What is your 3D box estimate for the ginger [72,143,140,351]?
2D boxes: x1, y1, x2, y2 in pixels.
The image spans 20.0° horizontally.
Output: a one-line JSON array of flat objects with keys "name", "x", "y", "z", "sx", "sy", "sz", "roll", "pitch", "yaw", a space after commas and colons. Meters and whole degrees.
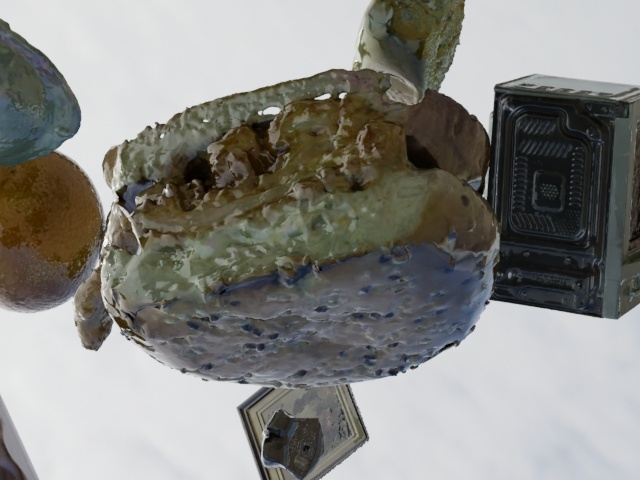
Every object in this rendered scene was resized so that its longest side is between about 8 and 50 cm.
[{"name": "ginger", "x": -0.236, "y": 0.002, "z": 2.114, "sx": 0.065, "sy": 0.259, "sz": 0.149, "roll": 14, "pitch": -155, "yaw": 6}]

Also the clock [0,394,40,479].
[{"name": "clock", "x": -0.432, "y": 0.277, "z": 1.789, "sx": 0.296, "sy": 0.322, "sz": 0.113, "roll": 63, "pitch": -179, "yaw": 11}]

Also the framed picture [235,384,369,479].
[{"name": "framed picture", "x": -0.026, "y": 0.257, "z": 2.546, "sx": 0.010, "sy": 0.195, "sz": 0.199, "roll": 29, "pitch": -150, "yaw": -44}]

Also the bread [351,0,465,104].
[{"name": "bread", "x": 0.086, "y": -0.208, "z": 1.856, "sx": 0.103, "sy": 0.156, "sz": 0.110, "roll": 17, "pitch": -171, "yaw": 13}]

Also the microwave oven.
[{"name": "microwave oven", "x": 0.237, "y": -0.044, "z": 1.715, "sx": 0.162, "sy": 0.208, "sz": 0.122, "roll": 9, "pitch": -166, "yaw": 26}]

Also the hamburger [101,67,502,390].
[{"name": "hamburger", "x": 0.000, "y": 0.000, "z": 1.472, "sx": 0.277, "sy": 0.318, "sz": 0.195, "roll": 40, "pitch": -141, "yaw": -54}]

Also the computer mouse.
[{"name": "computer mouse", "x": -0.043, "y": 0.245, "z": 2.196, "sx": 0.047, "sy": 0.079, "sz": 0.135, "roll": 9, "pitch": 169, "yaw": 29}]

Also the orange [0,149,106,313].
[{"name": "orange", "x": -0.391, "y": -0.017, "z": 2.399, "sx": 0.236, "sy": 0.236, "sz": 0.236, "roll": 40, "pitch": -160, "yaw": -18}]

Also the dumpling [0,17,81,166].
[{"name": "dumpling", "x": -0.375, "y": -0.177, "z": 2.209, "sx": 0.149, "sy": 0.217, "sz": 0.105, "roll": -5, "pitch": -135, "yaw": -24}]
